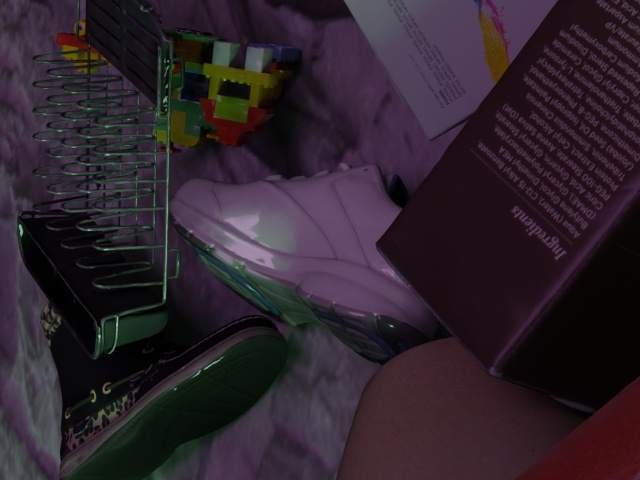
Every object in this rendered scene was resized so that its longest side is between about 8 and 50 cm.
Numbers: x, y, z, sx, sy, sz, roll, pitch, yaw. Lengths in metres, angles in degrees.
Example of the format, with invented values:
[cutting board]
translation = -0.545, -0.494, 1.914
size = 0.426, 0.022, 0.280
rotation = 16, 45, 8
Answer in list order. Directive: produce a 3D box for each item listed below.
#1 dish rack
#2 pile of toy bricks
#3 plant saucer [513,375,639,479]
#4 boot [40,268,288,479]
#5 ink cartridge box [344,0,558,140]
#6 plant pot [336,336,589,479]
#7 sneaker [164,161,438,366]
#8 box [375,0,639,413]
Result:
[dish rack]
translation = -0.173, -0.070, 1.185
size = 0.208, 0.074, 0.272
rotation = 40, 132, 52
[pile of toy bricks]
translation = -0.116, -0.123, 1.286
size = 0.212, 0.118, 0.105
rotation = 13, 101, 27
[plant saucer]
translation = 0.210, 0.187, 0.715
size = 0.258, 0.259, 0.048
rotation = -36, 1, -15
[boot]
translation = -0.140, 0.082, 1.243
size = 0.236, 0.085, 0.179
rotation = -38, 51, 25
[ink cartridge box]
translation = 0.129, -0.172, 1.019
size = 0.176, 0.128, 0.127
rotation = -31, 92, 35
[plant pot]
translation = 0.102, 0.201, 0.903
size = 0.256, 0.256, 0.274
rotation = -37, 39, 27
[sneaker]
translation = 0.000, 0.000, 1.150
size = 0.297, 0.111, 0.129
rotation = 22, 72, 42
[box]
translation = 0.230, -0.083, 0.895
size = 0.381, 0.191, 0.143
rotation = -54, 48, 13
